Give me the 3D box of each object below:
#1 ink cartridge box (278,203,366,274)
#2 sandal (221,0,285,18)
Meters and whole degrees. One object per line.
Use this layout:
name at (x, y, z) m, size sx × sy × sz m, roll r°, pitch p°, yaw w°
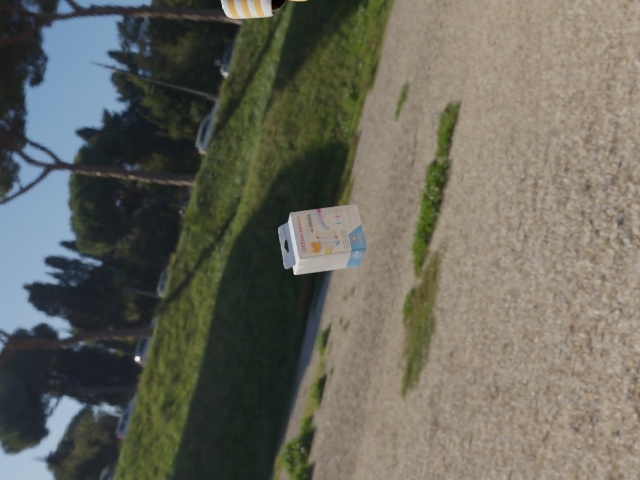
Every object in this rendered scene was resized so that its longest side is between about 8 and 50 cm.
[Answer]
ink cartridge box at (0.000, 0.000, 1.426) m, size 0.090 × 0.143 × 0.092 m, roll 107°, pitch 153°, yaw -67°
sandal at (-0.135, -0.364, 1.146) m, size 0.102 × 0.265 × 0.076 m, roll 17°, pitch -92°, yaw -75°
